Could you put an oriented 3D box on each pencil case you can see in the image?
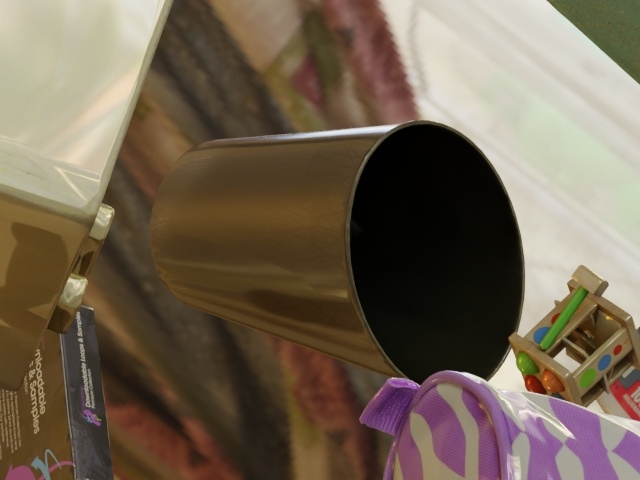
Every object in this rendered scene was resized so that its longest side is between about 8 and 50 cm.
[{"bbox_3d":[0.119,0.095,0.658,0.086,0.206,0.088,-54,38,35],"label":"pencil case"}]

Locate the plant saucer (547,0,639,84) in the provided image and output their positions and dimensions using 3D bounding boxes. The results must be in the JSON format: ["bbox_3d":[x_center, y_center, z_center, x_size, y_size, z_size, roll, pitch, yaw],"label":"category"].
[{"bbox_3d":[0.121,0.002,0.384,0.018,0.192,0.067,-53,-18,21],"label":"plant saucer"}]

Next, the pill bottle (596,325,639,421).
[{"bbox_3d":[0.278,0.069,1.287,0.180,0.108,0.108,-47,-1,15],"label":"pill bottle"}]

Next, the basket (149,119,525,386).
[{"bbox_3d":[0.000,0.000,1.335,0.227,0.204,0.154,10,50,44],"label":"basket"}]

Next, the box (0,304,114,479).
[{"bbox_3d":[-0.171,0.120,1.050,0.162,0.029,0.116,-39,50,39],"label":"box"}]

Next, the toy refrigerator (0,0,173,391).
[{"bbox_3d":[-0.102,-0.032,0.586,0.269,0.094,0.102,135,154,-71],"label":"toy refrigerator"}]

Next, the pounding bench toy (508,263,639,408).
[{"bbox_3d":[0.150,0.061,1.169,0.065,0.052,0.083,-40,-42,-15],"label":"pounding bench toy"}]
